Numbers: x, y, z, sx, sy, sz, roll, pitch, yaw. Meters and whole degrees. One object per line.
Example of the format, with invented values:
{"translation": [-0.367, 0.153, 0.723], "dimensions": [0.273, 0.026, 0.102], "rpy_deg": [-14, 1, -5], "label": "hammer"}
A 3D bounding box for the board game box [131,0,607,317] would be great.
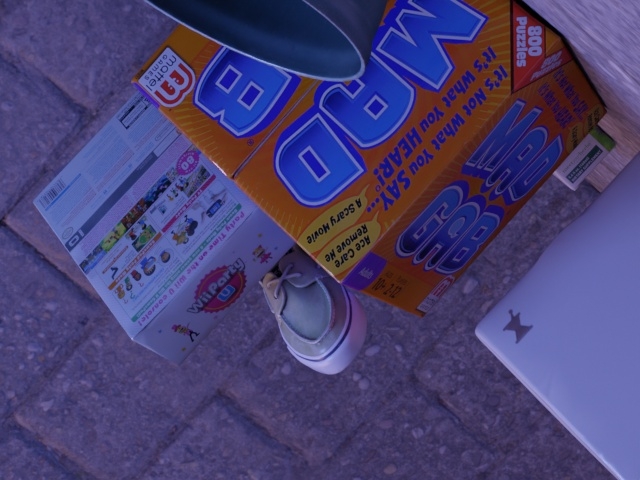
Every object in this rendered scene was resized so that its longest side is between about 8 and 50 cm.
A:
{"translation": [0.070, -0.171, 1.953], "dimensions": [0.356, 0.356, 0.356], "rpy_deg": [44, -174, 19], "label": "board game box"}

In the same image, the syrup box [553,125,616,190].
{"translation": [0.308, -0.189, 2.384], "dimensions": [0.237, 0.093, 0.096], "rpy_deg": [40, -174, -20], "label": "syrup box"}

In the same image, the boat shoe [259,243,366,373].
{"translation": [-0.034, 0.062, 2.070], "dimensions": [0.094, 0.109, 0.302], "rpy_deg": [40, -172, -33], "label": "boat shoe"}

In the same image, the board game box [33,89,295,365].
{"translation": [-0.196, -0.028, 2.023], "dimensions": [0.097, 0.224, 0.303], "rpy_deg": [38, -172, -47], "label": "board game box"}

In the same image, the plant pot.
{"translation": [-0.050, -0.300, 1.483], "dimensions": [0.293, 0.196, 0.293], "rpy_deg": [25, 170, 5], "label": "plant pot"}

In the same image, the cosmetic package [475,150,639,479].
{"translation": [0.481, 0.157, 2.127], "dimensions": [0.327, 0.329, 0.393], "rpy_deg": [47, -172, 39], "label": "cosmetic package"}
